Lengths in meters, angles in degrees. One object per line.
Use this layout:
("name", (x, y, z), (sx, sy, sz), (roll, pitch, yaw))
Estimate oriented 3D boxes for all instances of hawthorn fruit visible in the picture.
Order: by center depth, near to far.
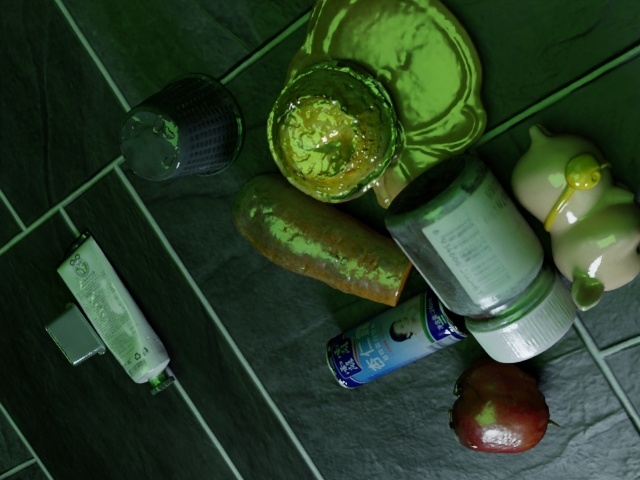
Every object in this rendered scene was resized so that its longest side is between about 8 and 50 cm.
("hawthorn fruit", (0.287, 0.261, 1.225), (0.172, 0.148, 0.148), (18, 116, 8))

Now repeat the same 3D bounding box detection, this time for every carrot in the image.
("carrot", (0.000, 0.000, 1.258), (0.302, 0.139, 0.138), (27, 118, 13))

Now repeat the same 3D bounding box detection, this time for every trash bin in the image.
("trash bin", (-0.235, -0.173, 1.280), (0.176, 0.161, 0.175), (8, 110, 21))

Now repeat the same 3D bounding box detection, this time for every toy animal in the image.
("toy animal", (0.348, -0.048, 1.071), (0.149, 0.165, 0.248), (-23, 92, 34))

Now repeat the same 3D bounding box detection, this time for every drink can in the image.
("drink can", (0.125, 0.155, 1.280), (0.235, 0.097, 0.097), (-31, 95, 31))

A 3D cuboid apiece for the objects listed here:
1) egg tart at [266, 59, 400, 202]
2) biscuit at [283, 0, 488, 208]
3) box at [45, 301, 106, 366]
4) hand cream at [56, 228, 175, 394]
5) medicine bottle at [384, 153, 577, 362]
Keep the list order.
("egg tart", (0.011, -0.153, 1.158), (0.213, 0.090, 0.212), (7, 111, 18))
("biscuit", (0.088, -0.204, 1.185), (0.312, 0.057, 0.351), (34, 119, 11))
("box", (-0.483, 0.188, 1.560), (0.122, 0.069, 0.084), (54, 157, -2))
("hand cream", (-0.394, 0.146, 1.534), (0.121, 0.076, 0.336), (-37, 85, 25))
("medicine bottle", (0.228, 0.026, 1.124), (0.165, 0.165, 0.273), (-29, 109, 30))
